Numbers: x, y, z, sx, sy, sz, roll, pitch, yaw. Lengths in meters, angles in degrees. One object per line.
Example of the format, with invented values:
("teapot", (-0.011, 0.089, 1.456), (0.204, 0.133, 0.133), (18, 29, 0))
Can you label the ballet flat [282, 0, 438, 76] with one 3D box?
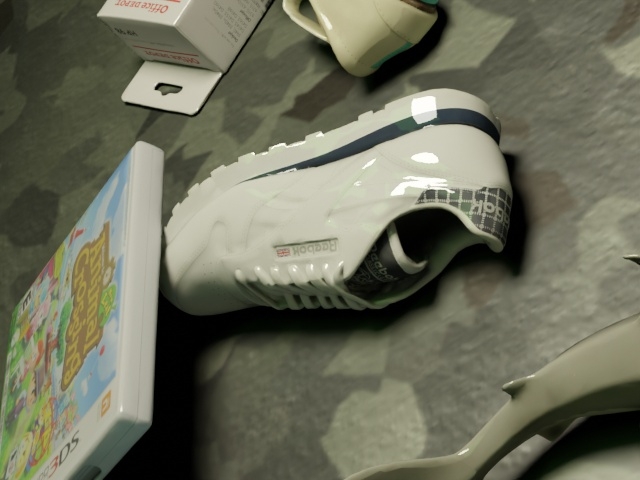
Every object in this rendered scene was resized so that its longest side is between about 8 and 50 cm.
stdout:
("ballet flat", (-0.012, -0.199, 1.035), (0.086, 0.086, 0.248), (-40, 53, 9))

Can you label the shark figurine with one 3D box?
("shark figurine", (0.136, 0.055, 0.671), (0.278, 0.116, 0.166), (-15, 47, 32))

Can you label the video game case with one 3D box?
("video game case", (-0.151, 0.073, 0.941), (0.193, 0.023, 0.212), (-48, 31, 38))

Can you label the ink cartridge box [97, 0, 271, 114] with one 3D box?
("ink cartridge box", (-0.091, -0.186, 1.137), (0.104, 0.060, 0.180), (15, 68, 48))

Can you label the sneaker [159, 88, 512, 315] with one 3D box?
("sneaker", (0.000, 0.000, 0.874), (0.235, 0.090, 0.095), (-26, 53, 29))
